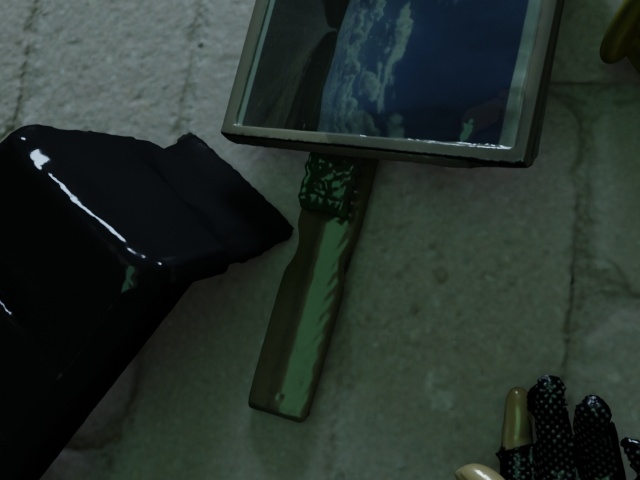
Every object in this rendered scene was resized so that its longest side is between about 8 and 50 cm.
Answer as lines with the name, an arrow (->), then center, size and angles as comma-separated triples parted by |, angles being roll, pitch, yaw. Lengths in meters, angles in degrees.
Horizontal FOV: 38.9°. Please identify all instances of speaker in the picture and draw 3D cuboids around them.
speaker -> -0.218, 0.085, 0.712 | 0.180, 0.184, 0.388 | 44, 100, 20

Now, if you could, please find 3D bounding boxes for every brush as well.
brush -> 0.000, 0.000, 0.718 | 0.054, 0.048, 0.282 | 12, 81, 20

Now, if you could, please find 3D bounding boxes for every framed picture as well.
framed picture -> 0.053, -0.153, 0.691 | 0.259, 0.023, 0.189 | 9, 79, 29

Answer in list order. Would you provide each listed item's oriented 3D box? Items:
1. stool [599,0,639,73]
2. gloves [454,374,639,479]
stool -> 0.278, -0.149, 0.654 | 0.110, 0.134, 0.135 | 38, 42, 16
gloves -> 0.171, 0.182, 0.617 | 0.129, 0.106, 0.181 | -23, 44, 6
